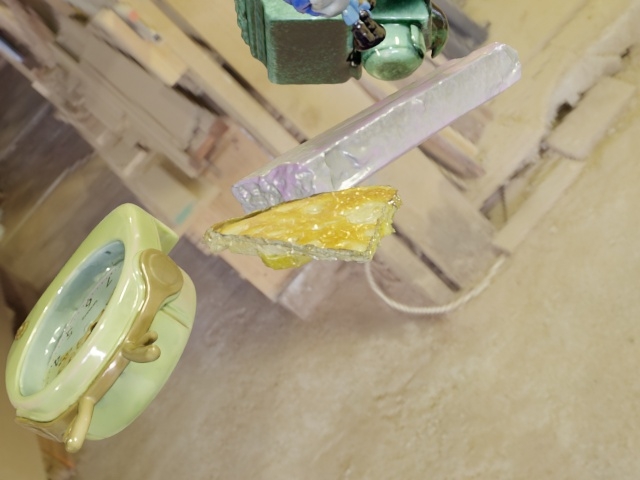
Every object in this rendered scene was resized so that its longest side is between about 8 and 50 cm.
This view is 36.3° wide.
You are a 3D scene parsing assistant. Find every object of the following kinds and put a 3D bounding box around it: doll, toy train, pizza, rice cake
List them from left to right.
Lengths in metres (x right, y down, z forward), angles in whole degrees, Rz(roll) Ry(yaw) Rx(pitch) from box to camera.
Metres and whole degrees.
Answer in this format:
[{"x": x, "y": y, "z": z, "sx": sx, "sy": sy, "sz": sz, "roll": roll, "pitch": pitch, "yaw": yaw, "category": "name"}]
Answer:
[{"x": -0.001, "y": -0.223, "z": 0.827, "sx": 0.070, "sy": 0.195, "sz": 0.096, "roll": -30, "pitch": 66, "yaw": 21, "category": "doll"}, {"x": 0.000, "y": 0.000, "z": 0.549, "sx": 0.123, "sy": 0.026, "sz": 0.108, "roll": -15, "pitch": 21, "yaw": -13, "category": "pizza"}, {"x": 0.024, "y": -0.312, "z": 1.042, "sx": 0.238, "sy": 0.167, "sz": 0.299, "roll": -2, "pitch": 66, "yaw": -1, "category": "toy train"}, {"x": 0.062, "y": -0.102, "z": 0.898, "sx": 0.298, "sy": 0.050, "sz": 0.106, "roll": -33, "pitch": 12, "yaw": -32, "category": "rice cake"}]

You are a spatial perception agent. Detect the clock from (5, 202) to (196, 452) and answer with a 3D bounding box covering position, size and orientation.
[{"x": -0.222, "y": 0.102, "z": 1.006, "sx": 0.235, "sy": 0.096, "sz": 0.308, "roll": -51, "pitch": 26, "yaw": 4, "category": "clock"}]
